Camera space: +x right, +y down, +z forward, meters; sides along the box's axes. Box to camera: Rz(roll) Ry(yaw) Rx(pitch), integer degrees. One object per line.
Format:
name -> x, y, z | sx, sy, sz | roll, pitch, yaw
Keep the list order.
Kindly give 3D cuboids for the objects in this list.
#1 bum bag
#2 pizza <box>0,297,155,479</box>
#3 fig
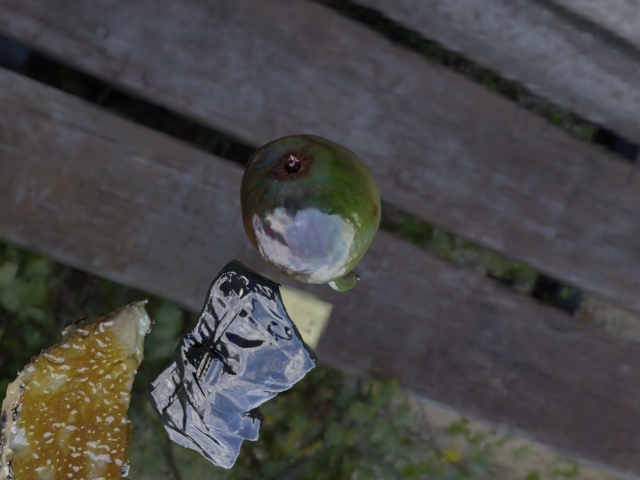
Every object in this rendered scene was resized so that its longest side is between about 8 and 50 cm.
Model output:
bum bag -> -0.098, 0.141, 1.469 | 0.137, 0.074, 0.310 | 42, 139, 7
pizza -> -0.224, 0.155, 1.224 | 0.147, 0.226, 0.069 | 13, 167, -42
fig -> 0.000, 0.000, 1.386 | 0.149, 0.149, 0.245 | 10, 149, 21
